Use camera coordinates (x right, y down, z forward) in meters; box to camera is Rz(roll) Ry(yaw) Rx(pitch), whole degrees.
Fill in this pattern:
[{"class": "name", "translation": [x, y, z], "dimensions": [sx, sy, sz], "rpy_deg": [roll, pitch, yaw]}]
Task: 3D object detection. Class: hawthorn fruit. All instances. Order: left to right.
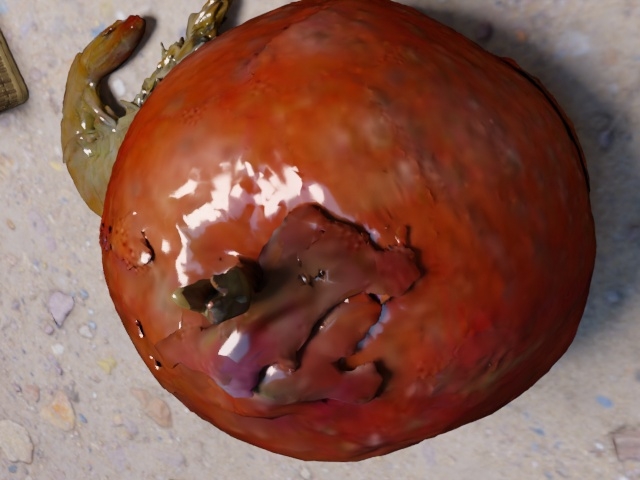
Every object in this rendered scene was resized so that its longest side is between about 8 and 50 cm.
[{"class": "hawthorn fruit", "translation": [0.000, 0.000, 0.443], "dimensions": [0.276, 0.307, 0.276], "rpy_deg": [5, 102, 24]}]

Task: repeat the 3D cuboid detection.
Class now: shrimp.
[{"class": "shrimp", "translation": [-0.137, -0.107, 0.625], "dimensions": [0.133, 0.053, 0.236], "rpy_deg": [57, 132, 19]}]

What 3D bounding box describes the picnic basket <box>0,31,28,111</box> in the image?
[{"class": "picnic basket", "translation": [-0.337, -0.139, 0.688], "dimensions": [0.164, 0.079, 0.115], "rpy_deg": [-11, 106, 31]}]
